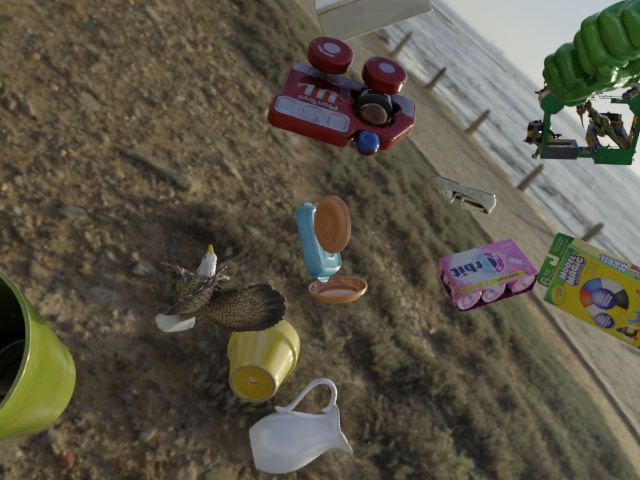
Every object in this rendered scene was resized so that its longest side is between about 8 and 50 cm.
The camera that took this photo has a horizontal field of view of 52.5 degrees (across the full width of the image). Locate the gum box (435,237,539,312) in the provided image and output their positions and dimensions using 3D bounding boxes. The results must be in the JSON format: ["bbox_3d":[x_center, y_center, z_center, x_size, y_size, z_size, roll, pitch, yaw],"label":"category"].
[{"bbox_3d":[0.343,0.073,1.358,0.188,0.062,0.107,-15,49,-16],"label":"gum box"}]

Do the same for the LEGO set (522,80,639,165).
[{"bbox_3d":[0.724,-0.339,1.770,0.192,0.331,0.255,-72,154,-55],"label":"LEGO set"}]

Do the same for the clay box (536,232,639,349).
[{"bbox_3d":[0.498,0.088,1.152,0.222,0.127,0.053,28,39,23],"label":"clay box"}]

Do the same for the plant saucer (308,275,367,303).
[{"bbox_3d":[0.059,0.170,2.205,0.200,0.037,0.200,-4,16,1],"label":"plant saucer"}]

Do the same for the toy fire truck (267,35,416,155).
[{"bbox_3d":[0.052,-0.279,1.385,0.302,0.169,0.254,19,46,-5],"label":"toy fire truck"}]

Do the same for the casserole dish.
[{"bbox_3d":[0.000,0.000,1.469,0.114,0.037,0.188,1,76,-56],"label":"casserole dish"}]

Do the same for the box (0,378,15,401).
[{"bbox_3d":[-0.674,0.295,1.279,0.164,0.021,0.201,7,-7,-29],"label":"box"}]

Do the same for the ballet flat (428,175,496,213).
[{"bbox_3d":[0.327,-0.106,1.525,0.168,0.052,0.057,20,-16,18],"label":"ballet flat"}]

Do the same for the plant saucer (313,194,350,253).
[{"bbox_3d":[0.014,-0.023,0.927,0.013,0.083,0.083,-4,46,-33],"label":"plant saucer"}]

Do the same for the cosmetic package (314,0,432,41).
[{"bbox_3d":[0.145,-0.669,1.850,0.160,0.309,0.113,-97,167,-61],"label":"cosmetic package"}]

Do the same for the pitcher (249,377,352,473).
[{"bbox_3d":[-0.051,0.401,1.404,0.125,0.207,0.177,137,-59,-81],"label":"pitcher"}]

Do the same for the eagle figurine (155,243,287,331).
[{"bbox_3d":[-0.251,0.122,1.454,0.298,0.226,0.225,25,-41,50],"label":"eagle figurine"}]

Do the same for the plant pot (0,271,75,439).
[{"bbox_3d":[-0.691,0.265,1.338,0.366,0.366,0.353,50,-10,19],"label":"plant pot"}]

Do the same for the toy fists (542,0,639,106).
[{"bbox_3d":[0.420,-0.267,0.936,0.279,0.142,0.096,120,-38,-85],"label":"toy fists"}]

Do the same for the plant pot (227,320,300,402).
[{"bbox_3d":[-0.212,0.422,2.258,0.254,0.254,0.239,37,25,-11],"label":"plant pot"}]
